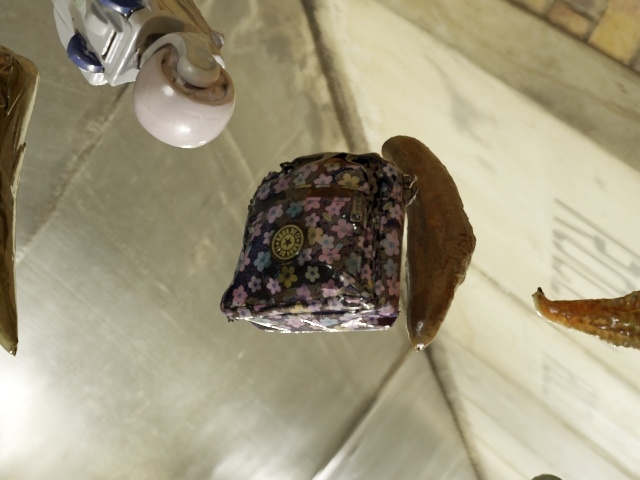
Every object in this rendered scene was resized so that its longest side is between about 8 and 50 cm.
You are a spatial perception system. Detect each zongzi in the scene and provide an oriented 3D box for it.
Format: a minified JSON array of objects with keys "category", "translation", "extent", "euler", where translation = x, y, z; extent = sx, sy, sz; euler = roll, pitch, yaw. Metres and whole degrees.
[{"category":"zongzi","translation":[-0.377,-0.059,1.136],"extent":[0.274,0.300,0.145],"euler":[-51,166,5]}]

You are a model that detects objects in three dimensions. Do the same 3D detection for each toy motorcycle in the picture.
[{"category":"toy motorcycle","translation":[-0.140,-0.174,0.730],"extent":[0.112,0.254,0.112],"euler":[-32,161,-12]}]

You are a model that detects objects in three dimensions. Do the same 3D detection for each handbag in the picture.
[{"category":"handbag","translation":[0.000,0.000,1.109],"extent":[0.127,0.229,0.207],"euler":[36,54,-53]}]

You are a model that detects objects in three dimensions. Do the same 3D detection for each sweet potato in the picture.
[{"category":"sweet potato","translation":[0.158,-0.008,1.347],"extent":[0.114,0.341,0.092],"euler":[-7,150,3]}]

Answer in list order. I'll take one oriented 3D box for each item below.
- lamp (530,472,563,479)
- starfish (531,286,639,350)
[{"category":"lamp","translation":[0.275,0.345,1.058],"extent":[0.050,0.198,0.056],"euler":[-24,179,-2]},{"category":"starfish","translation":[0.418,0.065,0.846],"extent":[0.384,0.398,0.132],"euler":[-31,-172,9]}]
